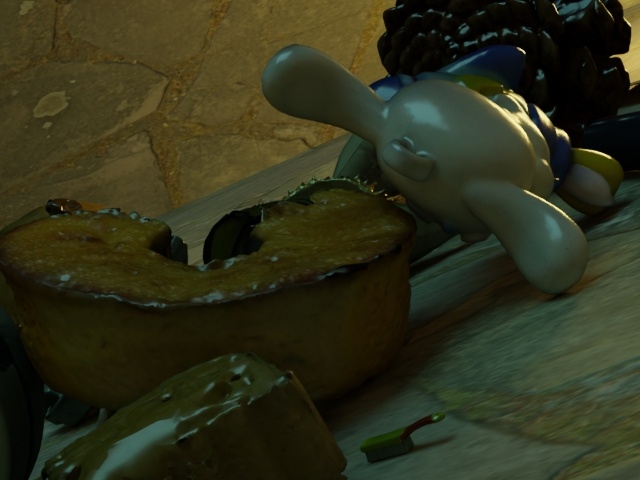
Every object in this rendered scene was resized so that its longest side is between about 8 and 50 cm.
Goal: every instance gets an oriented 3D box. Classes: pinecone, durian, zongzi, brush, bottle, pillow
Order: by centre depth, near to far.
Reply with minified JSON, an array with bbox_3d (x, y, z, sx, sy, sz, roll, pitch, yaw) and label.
[{"bbox_3d":[0.071,0.160,1.225,0.083,0.021,0.019,-27,5,32],"label":"brush"},{"bbox_3d":[0.397,-0.119,1.778,0.072,0.082,0.244,-8,0,-18],"label":"bottle"},{"bbox_3d":[0.016,0.005,1.981,0.318,0.154,0.289,-13,11,-14],"label":"zongzi"},{"bbox_3d":[0.284,-0.256,2.088,0.384,0.384,0.384,-25,8,4],"label":"pinecone"},{"bbox_3d":[0.000,0.000,2.249,0.252,0.144,0.139,-18,47,9],"label":"durian"},{"bbox_3d":[0.137,-0.166,2.406,0.255,0.120,0.322,-49,-9,15],"label":"pillow"}]

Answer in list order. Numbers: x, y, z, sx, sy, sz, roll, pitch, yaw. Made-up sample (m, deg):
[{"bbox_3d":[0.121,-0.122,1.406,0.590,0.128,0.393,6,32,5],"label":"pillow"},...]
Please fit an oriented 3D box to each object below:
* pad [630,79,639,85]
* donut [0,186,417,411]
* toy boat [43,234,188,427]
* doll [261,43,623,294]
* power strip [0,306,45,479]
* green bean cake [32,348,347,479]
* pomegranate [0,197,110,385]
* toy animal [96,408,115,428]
[{"bbox_3d":[0.528,-0.257,2.367,0.164,0.004,0.243,-18,4,-28],"label":"pad"},{"bbox_3d":[-0.112,0.071,1.526,0.435,0.163,0.377,-4,15,-1],"label":"donut"},{"bbox_3d":[-0.265,0.106,1.938,0.319,0.092,0.141,-49,17,27],"label":"toy boat"},{"bbox_3d":[0.158,-0.092,1.634,0.187,0.376,0.366,-42,-10,27],"label":"doll"},{"bbox_3d":[-0.450,0.186,1.533,0.357,0.357,0.161,-25,10,8],"label":"power strip"},{"bbox_3d":[-0.110,0.187,1.226,0.224,0.131,0.230,-29,8,-13],"label":"green bean cake"},{"bbox_3d":[-0.375,0.083,2.220,0.307,0.307,0.307,-25,8,4],"label":"pomegranate"},{"bbox_3d":[-0.172,0.159,1.786,0.185,0.183,0.104,7,-4,6],"label":"toy animal"}]
